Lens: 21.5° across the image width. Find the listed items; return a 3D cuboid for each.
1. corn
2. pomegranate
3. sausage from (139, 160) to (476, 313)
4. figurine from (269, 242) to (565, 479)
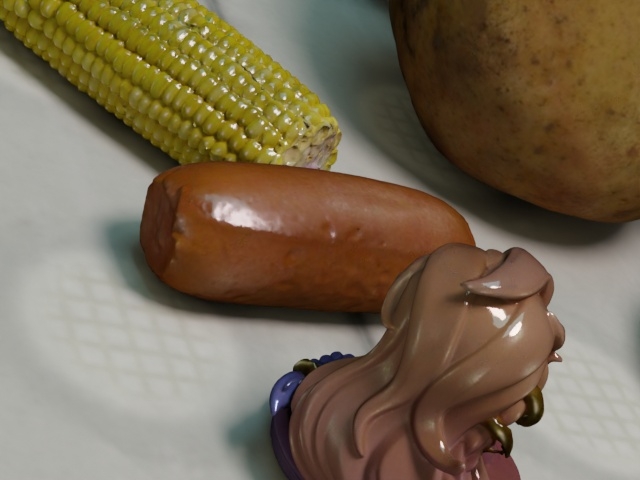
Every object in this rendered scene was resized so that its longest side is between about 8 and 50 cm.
[{"bbox_3d":[-0.098,-0.106,0.932,0.248,0.081,0.081,38,31,12],"label":"corn"},{"bbox_3d":[0.180,-0.148,1.065,0.281,0.281,0.281,22,31,-14],"label":"pomegranate"},{"bbox_3d":[0.000,0.000,0.866,0.197,0.076,0.076,8,37,-36],"label":"sausage"},{"bbox_3d":[0.050,0.074,0.741,0.126,0.157,0.114,30,51,-11],"label":"figurine"}]
